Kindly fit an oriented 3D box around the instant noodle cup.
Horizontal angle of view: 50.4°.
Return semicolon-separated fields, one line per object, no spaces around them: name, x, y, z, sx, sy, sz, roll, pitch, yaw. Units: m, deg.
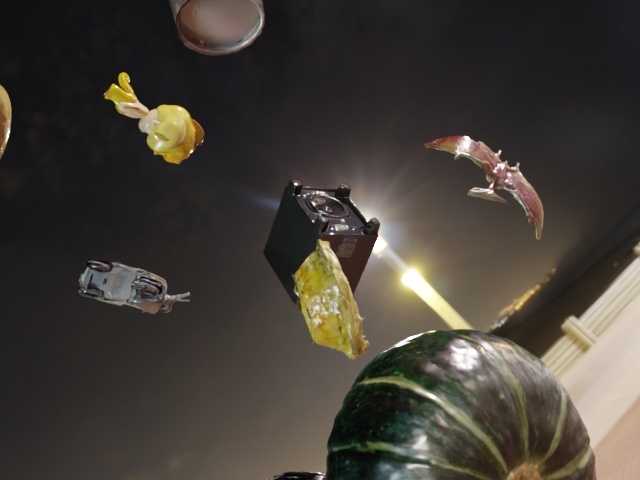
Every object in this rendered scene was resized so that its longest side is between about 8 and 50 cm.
instant noodle cup;-0.209;-0.496;1.320;0.217;0.207;0.217;-11;-25;-5

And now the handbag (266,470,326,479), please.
handbag;-0.030;0.543;1.273;0.229;0.207;0.127;-7;-25;16

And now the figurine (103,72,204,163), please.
figurine;-0.395;-0.285;1.617;0.131;0.246;0.156;-52;27;5

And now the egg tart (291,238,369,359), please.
egg tart;0.011;0.106;1.148;0.090;0.212;0.212;-19;-21;-11

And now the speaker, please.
speaker;0.000;0.000;1.751;0.184;0.232;0.254;1;-55;-32

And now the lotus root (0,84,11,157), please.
lotus root;-0.542;-0.198;1.042;0.125;0.118;0.220;6;-76;-33

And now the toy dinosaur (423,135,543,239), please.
toy dinosaur;0.407;-0.128;1.597;0.113;0.327;0.206;-49;28;48

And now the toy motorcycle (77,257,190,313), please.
toy motorcycle;-0.422;0.106;1.500;0.157;0.263;0.091;39;-117;-54

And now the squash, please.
squash;0.123;0.206;0.593;0.252;0.252;0.165;-36;13;-30
